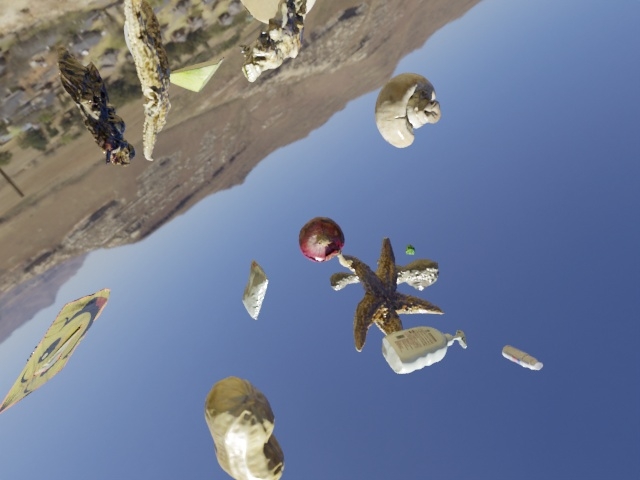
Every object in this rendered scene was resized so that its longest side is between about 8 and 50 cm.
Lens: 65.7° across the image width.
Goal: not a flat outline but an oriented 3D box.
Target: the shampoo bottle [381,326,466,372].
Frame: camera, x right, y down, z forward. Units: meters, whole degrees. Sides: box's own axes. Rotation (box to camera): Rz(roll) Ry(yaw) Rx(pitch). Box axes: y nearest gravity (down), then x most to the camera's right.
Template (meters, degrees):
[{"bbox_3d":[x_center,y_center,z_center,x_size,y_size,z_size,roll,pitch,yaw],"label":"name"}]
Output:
[{"bbox_3d":[0.186,0.180,0.861,0.152,0.045,0.077,-12,-143,-22],"label":"shampoo bottle"}]

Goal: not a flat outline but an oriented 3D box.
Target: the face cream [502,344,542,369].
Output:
[{"bbox_3d":[0.508,0.296,1.246,0.034,0.034,0.130,-41,-170,-8],"label":"face cream"}]

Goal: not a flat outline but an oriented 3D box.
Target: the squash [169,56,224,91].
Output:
[{"bbox_3d":[-0.464,-0.614,1.765,0.204,0.155,0.237,-48,-163,17],"label":"squash"}]

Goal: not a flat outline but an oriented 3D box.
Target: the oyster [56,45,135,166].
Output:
[{"bbox_3d":[-0.646,-0.387,1.454,0.096,0.361,0.221,-26,-161,-10],"label":"oyster"}]

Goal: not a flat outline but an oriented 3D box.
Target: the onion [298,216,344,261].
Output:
[{"bbox_3d":[0.000,0.000,1.622,0.150,0.150,0.140,-40,180,-7],"label":"onion"}]

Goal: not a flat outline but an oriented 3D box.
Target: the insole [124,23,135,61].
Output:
[{"bbox_3d":[-0.602,-0.623,1.642,0.065,0.197,0.004,-10,-165,19],"label":"insole"}]

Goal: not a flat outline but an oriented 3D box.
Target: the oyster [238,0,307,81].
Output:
[{"bbox_3d":[-0.066,-0.453,1.023,0.201,0.107,0.354,-11,-132,62],"label":"oyster"}]

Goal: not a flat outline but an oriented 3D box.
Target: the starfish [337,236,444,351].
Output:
[{"bbox_3d":[0.125,0.115,0.957,0.062,0.277,0.235,-22,-136,47],"label":"starfish"}]

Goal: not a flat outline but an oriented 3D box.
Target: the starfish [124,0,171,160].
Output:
[{"bbox_3d":[-0.397,-0.416,1.166,0.083,0.432,0.324,-3,-140,-10],"label":"starfish"}]

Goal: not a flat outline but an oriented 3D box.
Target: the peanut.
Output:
[{"bbox_3d":[-0.167,0.434,1.105,0.147,0.305,0.147,-6,-155,3],"label":"peanut"}]

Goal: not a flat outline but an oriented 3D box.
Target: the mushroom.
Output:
[{"bbox_3d":[0.290,-0.461,1.694,0.195,0.189,0.253,20,-96,52],"label":"mushroom"}]

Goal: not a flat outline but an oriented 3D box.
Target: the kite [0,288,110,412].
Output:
[{"bbox_3d":[-0.559,0.231,1.051,0.327,0.013,0.377,-56,-176,-37],"label":"kite"}]

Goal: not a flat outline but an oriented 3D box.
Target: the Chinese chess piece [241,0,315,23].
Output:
[{"bbox_3d":[-0.112,-0.662,1.215,0.103,0.249,0.250,-29,-173,-38],"label":"Chinese chess piece"}]

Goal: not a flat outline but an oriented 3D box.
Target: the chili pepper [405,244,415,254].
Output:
[{"bbox_3d":[0.333,0.037,1.838,0.030,0.034,0.091,-28,167,0],"label":"chili pepper"}]

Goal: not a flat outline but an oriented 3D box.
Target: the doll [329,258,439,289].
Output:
[{"bbox_3d":[0.185,0.098,1.358,0.203,0.286,0.091,-34,-122,48],"label":"doll"}]

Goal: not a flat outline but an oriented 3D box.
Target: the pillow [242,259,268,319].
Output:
[{"bbox_3d":[-0.259,0.195,1.961,0.051,0.128,0.229,-9,132,-35],"label":"pillow"}]
